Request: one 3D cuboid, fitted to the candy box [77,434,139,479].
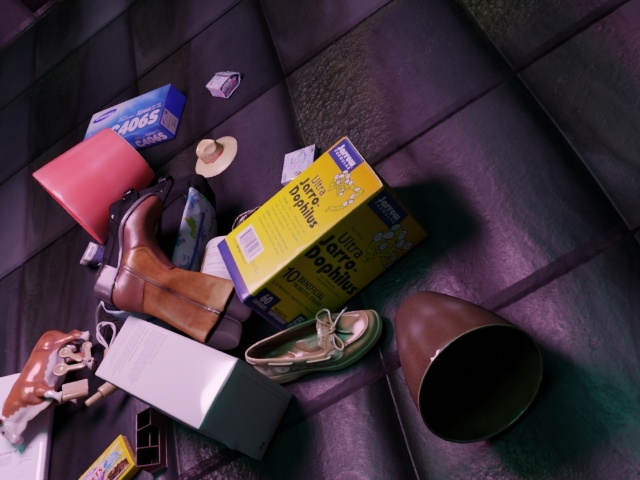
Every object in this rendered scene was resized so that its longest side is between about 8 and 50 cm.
[{"bbox_3d":[-0.487,0.536,1.711,0.206,0.027,0.105,-47,40,0],"label":"candy box"}]

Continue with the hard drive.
[{"bbox_3d":[-0.763,0.476,1.916,0.210,0.040,0.318,-13,49,3],"label":"hard drive"}]

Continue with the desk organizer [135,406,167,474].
[{"bbox_3d":[-0.364,0.429,1.674,0.047,0.050,0.130,-29,46,19],"label":"desk organizer"}]

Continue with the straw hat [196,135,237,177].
[{"bbox_3d":[-0.300,-0.241,2.105,0.145,0.061,0.144,-21,48,26],"label":"straw hat"}]

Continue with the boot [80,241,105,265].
[{"bbox_3d":[-0.605,0.051,2.138,0.069,0.086,0.190,-66,17,-8],"label":"boot"}]

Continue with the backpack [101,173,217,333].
[{"bbox_3d":[-0.382,0.053,1.843,0.290,0.273,0.355,-18,34,17],"label":"backpack"}]

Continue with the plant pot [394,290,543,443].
[{"bbox_3d":[0.215,0.182,1.304,0.215,0.215,0.230,-45,29,3],"label":"plant pot"}]

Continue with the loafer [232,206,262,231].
[{"bbox_3d":[-0.138,-0.044,1.789,0.251,0.087,0.094,-1,58,56],"label":"loafer"}]

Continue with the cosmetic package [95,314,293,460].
[{"bbox_3d":[-0.263,0.295,1.587,0.366,0.197,0.155,12,67,41],"label":"cosmetic package"}]

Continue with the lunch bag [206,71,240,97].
[{"bbox_3d":[-0.279,-0.459,2.255,0.071,0.053,0.083,20,65,44],"label":"lunch bag"}]

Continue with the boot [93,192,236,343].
[{"bbox_3d":[-0.305,0.051,1.640,0.281,0.096,0.264,17,69,15],"label":"boot"}]

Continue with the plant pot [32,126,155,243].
[{"bbox_3d":[-0.617,-0.167,2.175,0.243,0.275,0.275,-46,42,-12],"label":"plant pot"}]

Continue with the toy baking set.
[{"bbox_3d":[-0.517,0.281,1.853,0.256,0.030,0.197,-33,54,-27],"label":"toy baking set"}]

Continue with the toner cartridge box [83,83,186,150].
[{"bbox_3d":[-0.581,-0.353,2.400,0.348,0.075,0.165,-13,51,31],"label":"toner cartridge box"}]

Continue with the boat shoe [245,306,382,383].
[{"bbox_3d":[-0.013,0.204,1.530,0.285,0.089,0.104,-27,46,20],"label":"boat shoe"}]

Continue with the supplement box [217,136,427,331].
[{"bbox_3d":[0.000,0.000,1.592,0.357,0.194,0.195,-40,43,8],"label":"supplement box"}]

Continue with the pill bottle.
[{"bbox_3d":[-0.210,0.117,1.721,0.131,0.131,0.229,-13,53,32],"label":"pill bottle"}]

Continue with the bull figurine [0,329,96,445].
[{"bbox_3d":[-0.669,0.347,1.900,0.189,0.101,0.310,-3,50,16],"label":"bull figurine"}]

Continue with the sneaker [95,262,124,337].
[{"bbox_3d":[-0.536,0.138,2.007,0.130,0.087,0.227,161,113,-67],"label":"sneaker"}]

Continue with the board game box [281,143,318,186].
[{"bbox_3d":[-0.049,-0.182,1.893,0.090,0.020,0.090,-14,52,30],"label":"board game box"}]
